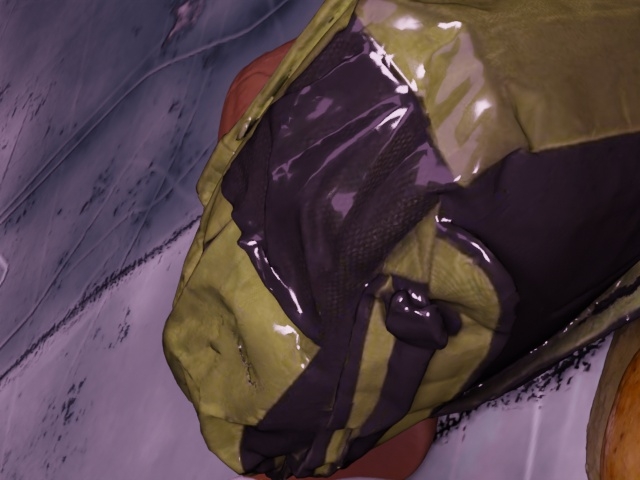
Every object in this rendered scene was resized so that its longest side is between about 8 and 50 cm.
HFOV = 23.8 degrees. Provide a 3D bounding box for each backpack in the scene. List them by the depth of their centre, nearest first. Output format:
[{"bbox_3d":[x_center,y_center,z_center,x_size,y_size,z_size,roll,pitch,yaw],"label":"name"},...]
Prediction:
[{"bbox_3d":[0.045,0.001,0.601,0.140,0.207,0.253,58,135,20],"label":"backpack"}]

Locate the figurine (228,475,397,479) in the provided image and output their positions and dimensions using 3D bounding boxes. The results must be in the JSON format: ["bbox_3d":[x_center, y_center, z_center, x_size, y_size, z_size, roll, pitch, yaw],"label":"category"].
[{"bbox_3d":[0.036,0.176,0.587,0.162,0.237,0.141,8,65,53],"label":"figurine"}]

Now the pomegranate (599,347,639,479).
[{"bbox_3d":[0.190,0.074,0.499,0.196,0.196,0.196,-34,41,36],"label":"pomegranate"}]

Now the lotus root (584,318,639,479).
[{"bbox_3d":[0.170,0.039,0.642,0.090,0.077,0.183,21,85,57],"label":"lotus root"}]

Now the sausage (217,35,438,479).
[{"bbox_3d":[0.000,-0.001,0.869,0.121,0.121,0.304,-38,37,31],"label":"sausage"}]
